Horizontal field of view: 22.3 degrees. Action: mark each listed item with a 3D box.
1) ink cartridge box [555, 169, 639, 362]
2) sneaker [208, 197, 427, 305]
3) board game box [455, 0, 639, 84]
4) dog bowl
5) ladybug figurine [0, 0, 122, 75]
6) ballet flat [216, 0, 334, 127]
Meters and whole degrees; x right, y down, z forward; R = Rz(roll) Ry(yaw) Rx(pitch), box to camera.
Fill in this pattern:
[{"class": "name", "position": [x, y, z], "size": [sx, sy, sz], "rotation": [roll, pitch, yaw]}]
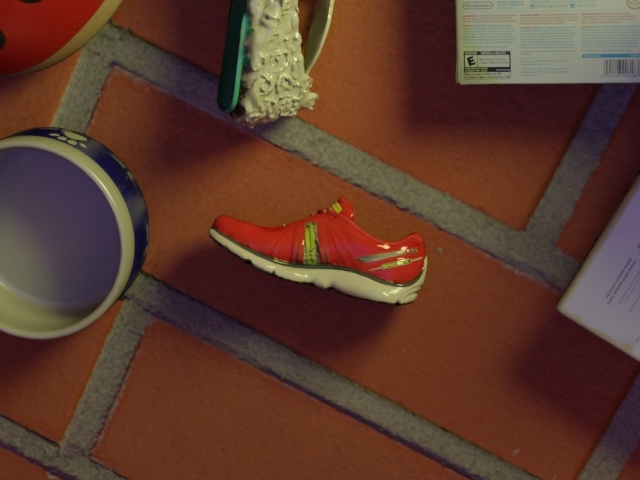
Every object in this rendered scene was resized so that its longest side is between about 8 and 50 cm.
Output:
[{"class": "ink cartridge box", "position": [0.501, 0.030, 1.920], "size": [0.330, 0.071, 0.324], "rotation": [32, 101, 4]}, {"class": "sneaker", "position": [0.000, 0.000, 2.050], "size": [0.279, 0.107, 0.118], "rotation": [14, 90, 5]}, {"class": "board game box", "position": [0.266, -0.337, 1.880], "size": [0.224, 0.097, 0.303], "rotation": [1, 107, 11]}, {"class": "dog bowl", "position": [-0.359, -0.011, 2.109], "size": [0.265, 0.104, 0.265], "rotation": [4, 106, 12]}, {"class": "ladybug figurine", "position": [-0.365, -0.391, 1.965], "size": [0.305, 0.162, 0.449], "rotation": [29, 110, 8]}, {"class": "ballet flat", "position": [-0.045, -0.337, 1.951], "size": [0.147, 0.147, 0.409], "rotation": [10, 110, 10]}]
